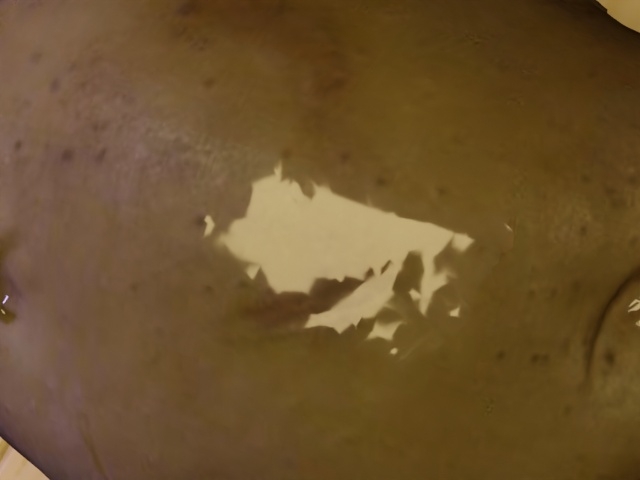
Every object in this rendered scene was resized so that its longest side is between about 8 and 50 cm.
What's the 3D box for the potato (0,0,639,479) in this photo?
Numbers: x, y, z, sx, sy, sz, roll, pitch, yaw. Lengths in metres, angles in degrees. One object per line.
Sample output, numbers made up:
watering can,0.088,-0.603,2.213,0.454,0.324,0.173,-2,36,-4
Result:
potato,0.000,0.000,0.592,0.326,0.243,0.221,21,111,7
